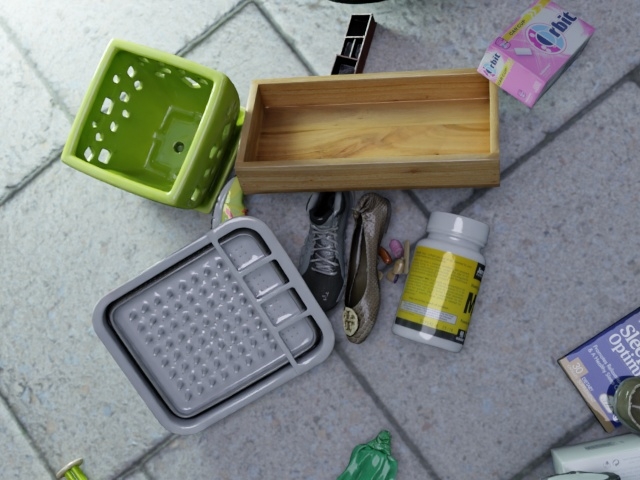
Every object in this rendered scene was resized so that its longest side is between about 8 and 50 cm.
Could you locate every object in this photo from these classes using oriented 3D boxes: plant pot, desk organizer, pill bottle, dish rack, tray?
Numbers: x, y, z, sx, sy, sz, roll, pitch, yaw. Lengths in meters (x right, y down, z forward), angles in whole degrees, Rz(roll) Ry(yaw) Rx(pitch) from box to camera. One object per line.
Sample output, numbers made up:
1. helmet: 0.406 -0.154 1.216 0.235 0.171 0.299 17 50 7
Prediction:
1. plant pot: -0.255 -0.175 1.598 0.228 0.207 0.227 21 87 17
2. desk organizer: 0.055 -0.326 1.648 0.047 0.050 0.130 15 86 11
3. pill bottle: 0.196 0.065 1.541 0.119 0.119 0.209 16 87 11
4. dish rack: -0.174 0.136 1.584 0.332 0.072 0.286 -31 105 5
5. tray: 0.081 -0.176 1.556 0.410 0.076 0.203 -2 52 11

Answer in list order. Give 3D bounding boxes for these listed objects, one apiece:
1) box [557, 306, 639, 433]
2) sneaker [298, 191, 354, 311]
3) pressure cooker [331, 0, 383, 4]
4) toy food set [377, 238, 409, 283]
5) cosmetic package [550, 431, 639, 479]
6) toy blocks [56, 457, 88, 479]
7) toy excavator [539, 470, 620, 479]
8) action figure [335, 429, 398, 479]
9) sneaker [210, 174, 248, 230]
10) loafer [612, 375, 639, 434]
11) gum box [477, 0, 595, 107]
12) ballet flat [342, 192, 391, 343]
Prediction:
1. box: 0.506 0.185 1.516 0.225 0.036 0.136 -34 79 3
2. sneaker: 0.000 0.000 1.577 0.086 0.132 0.229 5 84 10
3. pressure cooker: 0.085 -0.579 1.498 0.375 0.420 0.370 -36 46 -5
4. toy food set: 0.109 0.036 1.584 0.122 0.019 0.078 -13 69 51
5. cosmetic package: 0.432 0.412 1.404 0.138 0.224 0.225 -14 81 8
6. toy blocks: -0.412 0.465 1.633 0.123 0.054 0.148 -39 78 4
7. toy excavator: 0.483 0.396 1.152 0.445 0.432 0.223 -9 81 36
8. action figure: 0.062 0.414 1.551 0.137 0.063 0.232 25 92 14
9. sneaker: -0.139 -0.008 1.636 0.094 0.081 0.209 10 92 5
10. loafer: 0.561 0.268 1.437 0.251 0.087 0.094 18 79 -7
11. gum box: 0.351 -0.309 1.547 0.107 0.062 0.188 38 56 12
12. ballet flat: 0.065 0.043 1.572 0.084 0.058 0.250 2 81 55
